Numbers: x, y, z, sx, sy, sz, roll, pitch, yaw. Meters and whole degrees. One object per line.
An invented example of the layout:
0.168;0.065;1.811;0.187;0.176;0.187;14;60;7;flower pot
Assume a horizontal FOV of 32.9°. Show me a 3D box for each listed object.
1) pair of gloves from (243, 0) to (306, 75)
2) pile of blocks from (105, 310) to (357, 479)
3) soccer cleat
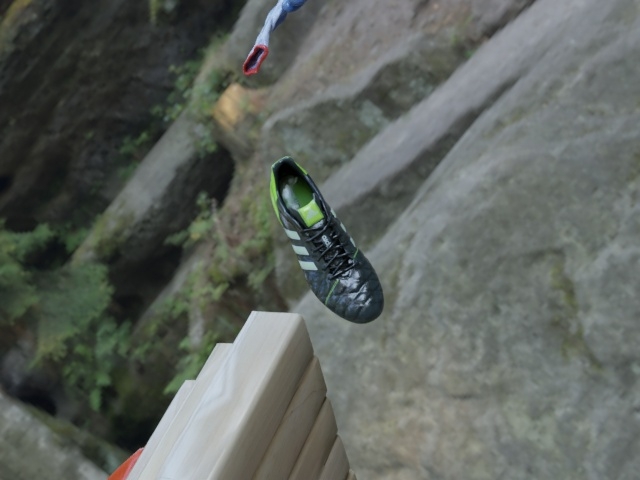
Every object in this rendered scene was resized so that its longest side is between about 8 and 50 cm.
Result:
-0.017;-0.256;1.070;0.198;0.023;0.159;-43;20;55;pair of gloves
-0.087;0.194;0.345;0.149;0.112;0.362;55;-138;-54;pile of blocks
0.000;0.000;1.016;0.060;0.179;0.072;-30;-24;-6;soccer cleat
